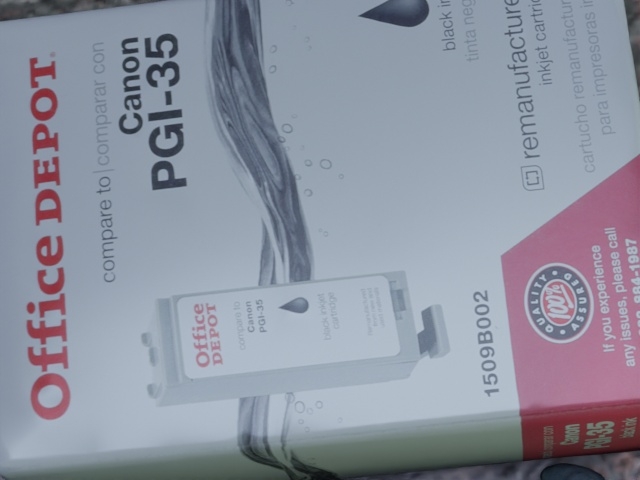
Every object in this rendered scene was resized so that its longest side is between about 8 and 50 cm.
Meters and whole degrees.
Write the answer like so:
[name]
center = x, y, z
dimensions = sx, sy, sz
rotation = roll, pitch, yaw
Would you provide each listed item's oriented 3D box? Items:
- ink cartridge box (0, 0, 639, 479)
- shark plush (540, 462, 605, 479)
[ink cartridge box]
center = 0.000, 0.000, 0.686
dimensions = 0.283, 0.117, 0.207
rotation = -7, 74, 5
[shark plush]
center = 0.139, 0.129, 0.636
dimensions = 0.161, 0.067, 0.073
rotation = -3, 78, 33
